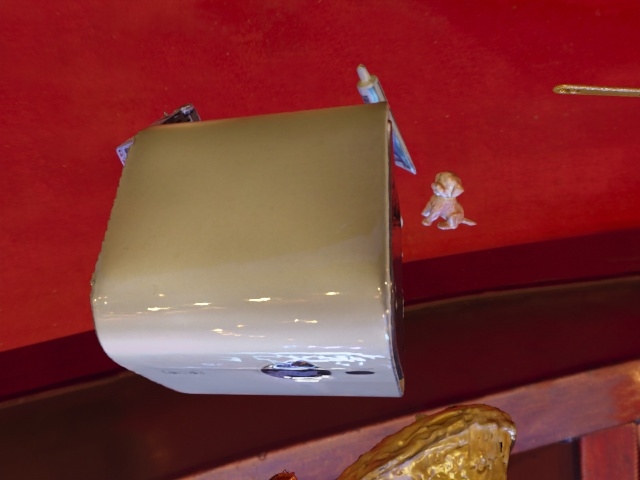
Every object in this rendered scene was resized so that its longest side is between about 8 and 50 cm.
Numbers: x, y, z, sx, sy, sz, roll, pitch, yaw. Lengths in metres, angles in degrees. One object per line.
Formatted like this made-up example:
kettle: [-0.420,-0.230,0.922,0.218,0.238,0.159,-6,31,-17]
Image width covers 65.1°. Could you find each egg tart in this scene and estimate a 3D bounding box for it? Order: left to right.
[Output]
egg tart: [0.196,0.479,0.922,0.443,0.178,0.443,-17,138,-16]

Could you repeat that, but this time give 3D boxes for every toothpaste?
toothpaste: [0.186,-0.341,1.450,0.061,0.099,0.392,-41,132,-8]

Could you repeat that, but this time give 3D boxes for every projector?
projector: [-0.042,0.022,0.520,0.249,0.248,0.248,-2,62,11]

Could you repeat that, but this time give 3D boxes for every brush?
brush: [0.557,-0.262,0.890,0.272,0.103,0.013,7,91,11]

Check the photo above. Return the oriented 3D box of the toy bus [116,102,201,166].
toy bus: [-0.246,-0.160,0.799,0.076,0.167,0.073,-11,117,21]

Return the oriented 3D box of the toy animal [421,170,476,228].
toy animal: [0.426,-0.132,1.586,0.184,0.104,0.185,6,122,-4]

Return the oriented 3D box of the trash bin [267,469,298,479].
trash bin: [-0.089,0.913,1.694,0.184,0.161,0.238,-24,86,-38]
